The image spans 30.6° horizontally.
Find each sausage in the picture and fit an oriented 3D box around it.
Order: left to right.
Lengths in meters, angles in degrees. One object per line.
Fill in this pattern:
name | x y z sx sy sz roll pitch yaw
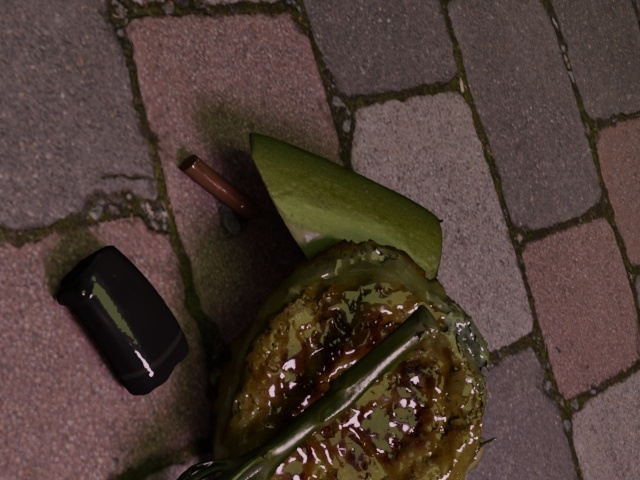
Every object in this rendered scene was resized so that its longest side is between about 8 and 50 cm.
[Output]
sausage | -0.112 -0.058 1.344 0.116 0.026 0.026 38 52 -34

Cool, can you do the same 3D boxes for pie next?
pie | 0.031 0.176 1.264 0.288 0.103 0.355 19 86 -17

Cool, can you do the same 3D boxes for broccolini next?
broccolini | -0.038 0.192 1.150 0.392 0.074 0.079 -40 111 -6

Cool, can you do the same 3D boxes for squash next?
squash | 0.000 0.000 1.383 0.260 0.189 0.189 20 61 -17

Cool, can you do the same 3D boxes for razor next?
razor | -0.197 0.078 1.184 0.148 0.054 0.090 57 40 -19

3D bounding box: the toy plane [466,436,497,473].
toy plane | 0.147 0.296 1.471 0.244 0.092 0.229 -23 81 -46
